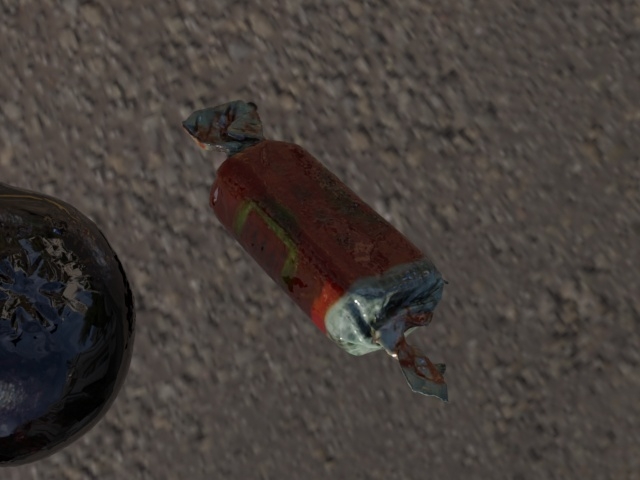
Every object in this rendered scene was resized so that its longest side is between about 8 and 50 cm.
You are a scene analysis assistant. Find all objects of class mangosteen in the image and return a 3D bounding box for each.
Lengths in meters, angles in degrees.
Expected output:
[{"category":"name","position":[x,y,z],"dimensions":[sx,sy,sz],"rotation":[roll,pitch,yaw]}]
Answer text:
[{"category":"mangosteen","position":[-0.171,0.046,0.865],"dimensions":[0.152,0.152,0.152],"rotation":[-9,123,-13]}]

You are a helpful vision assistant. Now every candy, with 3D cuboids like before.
[{"category":"candy","position":[0.000,-0.001,1.114],"dimensions":[0.086,0.292,0.059],"rotation":[-19,142,-37]}]
